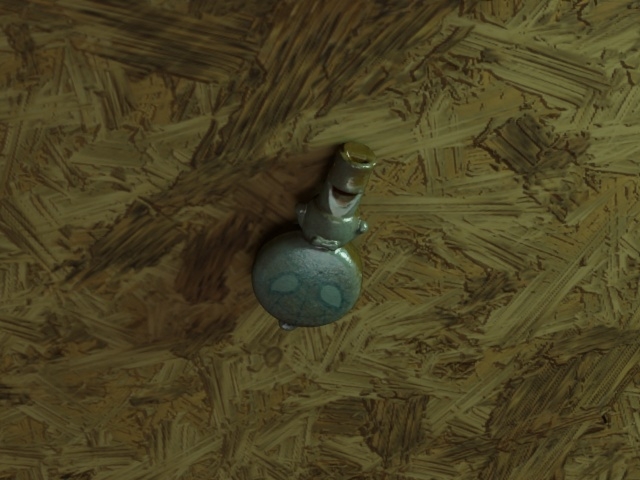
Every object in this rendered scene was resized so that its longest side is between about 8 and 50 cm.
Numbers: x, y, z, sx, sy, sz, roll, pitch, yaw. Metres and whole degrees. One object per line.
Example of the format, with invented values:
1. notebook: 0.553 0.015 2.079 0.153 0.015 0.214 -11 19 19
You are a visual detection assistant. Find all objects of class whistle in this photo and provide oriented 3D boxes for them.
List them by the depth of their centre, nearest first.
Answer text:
1. whistle: 0.000 0.000 1.708 0.107 0.057 0.220 16 126 -7
